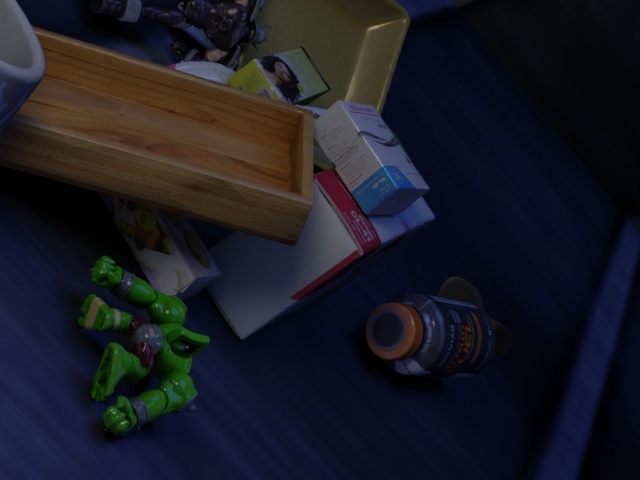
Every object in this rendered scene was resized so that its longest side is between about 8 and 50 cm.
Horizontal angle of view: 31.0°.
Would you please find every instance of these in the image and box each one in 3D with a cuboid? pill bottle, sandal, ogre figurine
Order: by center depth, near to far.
[{"bbox_3d":[-0.191,0.119,1.258,0.118,0.097,0.197,15,32,-38],"label":"ogre figurine"},{"bbox_3d":[0.169,0.151,1.826,0.246,0.130,0.130,13,47,-55],"label":"pill bottle"},{"bbox_3d":[0.258,0.133,2.111,0.240,0.088,0.079,43,-6,-40],"label":"sandal"}]

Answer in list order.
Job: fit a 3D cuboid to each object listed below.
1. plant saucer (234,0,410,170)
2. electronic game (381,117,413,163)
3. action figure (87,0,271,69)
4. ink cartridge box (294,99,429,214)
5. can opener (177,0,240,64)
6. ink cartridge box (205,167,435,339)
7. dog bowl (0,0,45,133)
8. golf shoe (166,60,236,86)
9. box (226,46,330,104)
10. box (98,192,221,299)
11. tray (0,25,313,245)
[{"bbox_3d":[-0.020,-0.302,1.956,0.333,0.081,0.332,24,80,-43],"label":"plant saucer"},{"bbox_3d":[0.114,-0.181,2.260,0.229,0.048,0.229,42,27,-26],"label":"electronic game"},{"bbox_3d":[-0.200,-0.353,1.741,0.285,0.185,0.099,17,9,-26],"label":"action figure"},{"bbox_3d":[0.054,-0.122,1.513,0.180,0.060,0.104,57,25,15],"label":"ink cartridge box"},{"bbox_3d":[-0.126,-0.318,1.944,0.283,0.095,0.076,35,31,-36],"label":"can opener"},{"bbox_3d":[0.000,0.000,1.599,0.131,0.226,0.306,56,25,7],"label":"ink cartridge box"},{"bbox_3d":[-0.402,-0.241,1.095,0.348,0.102,0.349,49,10,-12],"label":"dog bowl"},{"bbox_3d":[-0.124,-0.170,1.711,0.306,0.115,0.140,20,29,-50],"label":"golf shoe"},{"bbox_3d":[-0.059,-0.235,1.743,0.087,0.058,0.232,56,21,-3],"label":"box"},{"bbox_3d":[-0.239,-0.073,1.456,0.324,0.063,0.067,59,23,11],"label":"box"},{"bbox_3d":[-0.213,-0.130,1.353,0.411,0.076,0.202,15,36,-11],"label":"tray"}]
